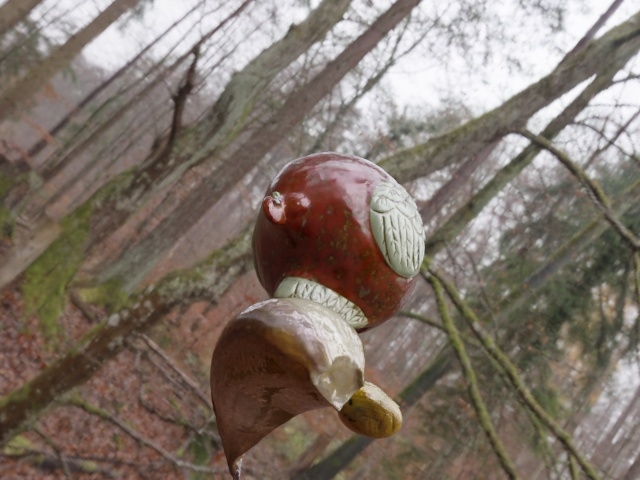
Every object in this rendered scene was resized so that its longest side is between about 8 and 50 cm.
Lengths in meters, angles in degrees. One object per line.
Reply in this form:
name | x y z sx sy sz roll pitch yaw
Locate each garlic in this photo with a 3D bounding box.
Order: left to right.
garlic | -0.036 0.122 0.635 0.128 0.115 0.207 50 -49 12

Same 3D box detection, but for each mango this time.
mango | 0.076 0.262 1.026 0.114 0.079 0.057 28 -4 -13

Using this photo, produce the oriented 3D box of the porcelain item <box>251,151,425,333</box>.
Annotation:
porcelain item | 0.000 0.000 0.851 0.253 0.253 0.253 37 -16 12
